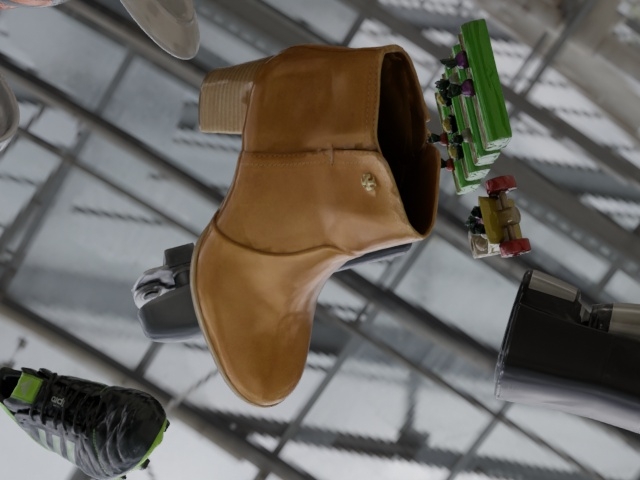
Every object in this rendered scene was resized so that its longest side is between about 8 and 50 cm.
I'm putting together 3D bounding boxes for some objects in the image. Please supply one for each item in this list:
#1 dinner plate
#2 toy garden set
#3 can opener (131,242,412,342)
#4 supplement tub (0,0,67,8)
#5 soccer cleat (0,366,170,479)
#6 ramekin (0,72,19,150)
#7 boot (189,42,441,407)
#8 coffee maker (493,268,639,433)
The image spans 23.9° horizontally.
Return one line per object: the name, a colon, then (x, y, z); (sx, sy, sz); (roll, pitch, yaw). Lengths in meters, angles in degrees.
dinner plate: (-0.133, -0.207, 1.185); (0.141, 0.017, 0.141); (51, -160, -26)
toy garden set: (0.135, -0.070, 1.401); (0.244, 0.049, 0.203); (99, 160, -80)
can opener: (-0.036, 0.033, 1.412); (0.283, 0.076, 0.095); (-13, -119, -15)
supplement tub: (-0.264, -0.358, 1.509); (0.207, 0.338, 0.207); (7, -103, -33)
soccer cleat: (-0.161, 0.114, 0.977); (0.072, 0.060, 0.179); (37, 160, -28)
ramekin: (-0.417, -0.131, 1.508); (0.207, 0.109, 0.207); (32, -153, -19)
boot: (0.001, -0.001, 1.146); (0.104, 0.295, 0.211); (-15, -166, -42)
coffee maker: (0.250, 0.121, 1.371); (0.178, 0.120, 0.171); (13, -135, 9)
